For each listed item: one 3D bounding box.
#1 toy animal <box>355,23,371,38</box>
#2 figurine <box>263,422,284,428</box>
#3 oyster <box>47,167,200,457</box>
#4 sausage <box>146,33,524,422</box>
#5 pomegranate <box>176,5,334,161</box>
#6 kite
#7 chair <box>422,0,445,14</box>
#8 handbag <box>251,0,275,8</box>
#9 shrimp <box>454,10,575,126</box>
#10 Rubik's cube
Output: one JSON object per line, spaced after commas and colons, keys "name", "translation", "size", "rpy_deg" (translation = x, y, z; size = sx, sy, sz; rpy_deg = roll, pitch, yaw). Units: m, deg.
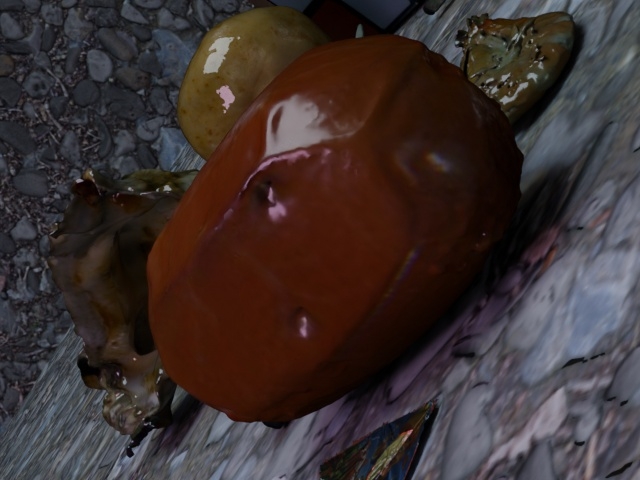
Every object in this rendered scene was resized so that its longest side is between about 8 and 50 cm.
{"name": "toy animal", "translation": [0.020, -0.103, 1.224], "size": [0.137, 0.082, 0.270], "rpy_deg": [-37, 22, 58]}
{"name": "figurine", "translation": [-0.011, 0.058, 0.958], "size": [0.077, 0.079, 0.136], "rpy_deg": [-141, 62, -84]}
{"name": "oyster", "translation": [-0.134, 0.065, 1.224], "size": [0.133, 0.197, 0.337], "rpy_deg": [-50, -15, -46]}
{"name": "sausage", "translation": [-0.001, 0.001, 0.800], "size": [0.268, 0.153, 0.141], "rpy_deg": [-49, 1, 42]}
{"name": "pomegranate", "translation": [-0.055, -0.146, 1.475], "size": [0.196, 0.196, 0.196], "rpy_deg": [-53, 11, 15]}
{"name": "kite", "translation": [0.009, 0.140, 0.728], "size": [0.160, 0.010, 0.183], "rpy_deg": [-54, 11, 11]}
{"name": "chair", "translation": [0.134, -0.365, 1.334], "size": [0.270, 0.147, 0.136], "rpy_deg": [-52, 9, 31]}
{"name": "handbag", "translation": [0.017, -0.424, 1.809], "size": [0.302, 0.149, 0.283], "rpy_deg": [-56, -17, -5]}
{"name": "shrimp", "translation": [0.122, -0.118, 0.944], "size": [0.091, 0.043, 0.184], "rpy_deg": [-47, 18, 9]}
{"name": "Rubik's cube", "translation": [0.045, -0.333, 1.581], "size": [0.183, 0.167, 0.180], "rpy_deg": [-60, 10, -27]}
